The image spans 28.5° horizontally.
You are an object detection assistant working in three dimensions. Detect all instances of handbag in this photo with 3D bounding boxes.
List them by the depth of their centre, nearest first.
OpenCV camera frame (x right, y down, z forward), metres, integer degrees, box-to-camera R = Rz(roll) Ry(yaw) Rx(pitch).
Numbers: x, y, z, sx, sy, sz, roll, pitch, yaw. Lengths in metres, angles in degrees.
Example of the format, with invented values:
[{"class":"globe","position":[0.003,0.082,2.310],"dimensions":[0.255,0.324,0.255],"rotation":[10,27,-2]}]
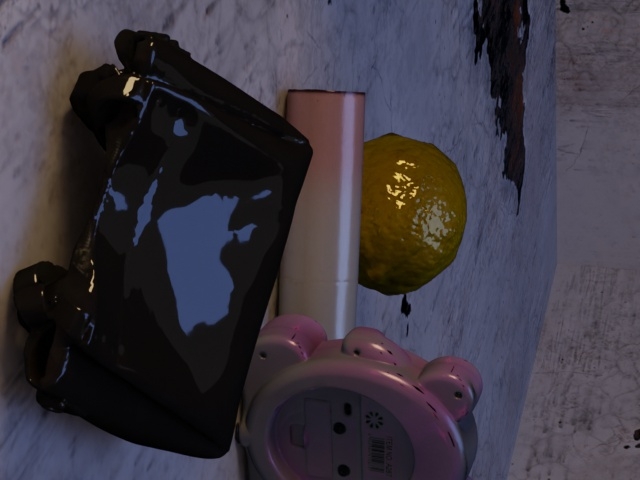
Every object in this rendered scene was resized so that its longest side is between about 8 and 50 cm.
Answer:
[{"class":"handbag","position":[-0.121,0.007,0.951],"dimensions":[0.257,0.113,0.285],"rotation":[41,62,-62]}]

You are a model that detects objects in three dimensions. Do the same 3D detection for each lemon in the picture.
[{"class":"lemon","position":[0.090,-0.032,1.514],"dimensions":[0.193,0.181,0.180],"rotation":[-89,174,-58]}]

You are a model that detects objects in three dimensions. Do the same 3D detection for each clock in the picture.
[{"class":"clock","position":[0.041,0.198,1.289],"dimensions":[0.090,0.248,0.227],"rotation":[-45,137,-62]}]

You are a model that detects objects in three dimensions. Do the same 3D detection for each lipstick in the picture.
[{"class":"lipstick","position":[0.000,0.000,1.377],"dimensions":[0.087,0.087,0.326],"rotation":[-15,109,-72]}]
